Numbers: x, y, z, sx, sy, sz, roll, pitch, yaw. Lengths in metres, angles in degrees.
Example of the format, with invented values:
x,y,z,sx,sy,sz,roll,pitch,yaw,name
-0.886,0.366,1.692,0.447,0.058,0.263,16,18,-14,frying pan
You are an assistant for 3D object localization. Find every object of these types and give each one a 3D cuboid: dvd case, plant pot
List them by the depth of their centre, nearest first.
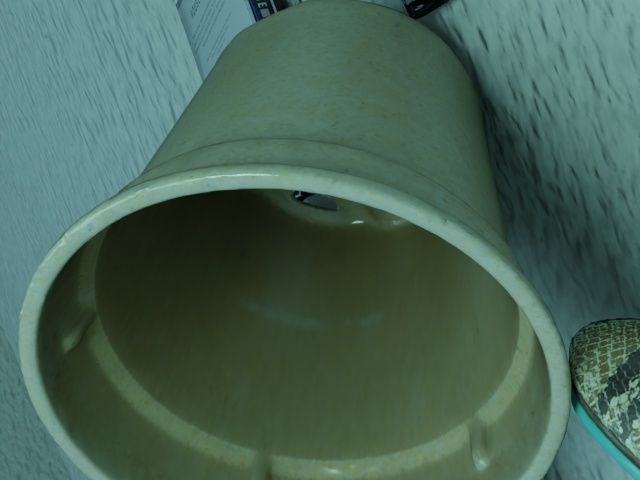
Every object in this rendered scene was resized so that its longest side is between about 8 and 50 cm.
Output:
x,y,z,sx,sy,sz,roll,pitch,yaw,name
0.000,0.000,0.824,0.333,0.305,0.334,5,129,6,plant pot
-0.072,-0.159,1.106,0.239,0.029,0.179,71,157,10,dvd case

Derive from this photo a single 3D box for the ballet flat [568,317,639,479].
x,y,z,sx,sy,sz,roll,pitch,yaw,name
0.356,0.170,0.622,0.483,0.164,0.182,45,132,17,ballet flat

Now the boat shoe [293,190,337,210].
x,y,z,sx,sy,sz,roll,pitch,yaw,name
0.061,0.101,1.092,0.341,0.127,0.158,67,158,9,boat shoe

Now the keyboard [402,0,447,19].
x,y,z,sx,sy,sz,roll,pitch,yaw,name
0.050,-0.261,0.876,0.100,0.038,0.192,-27,90,40,keyboard
